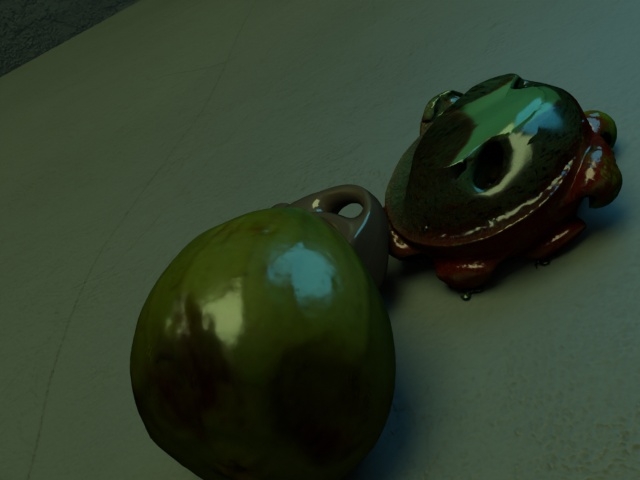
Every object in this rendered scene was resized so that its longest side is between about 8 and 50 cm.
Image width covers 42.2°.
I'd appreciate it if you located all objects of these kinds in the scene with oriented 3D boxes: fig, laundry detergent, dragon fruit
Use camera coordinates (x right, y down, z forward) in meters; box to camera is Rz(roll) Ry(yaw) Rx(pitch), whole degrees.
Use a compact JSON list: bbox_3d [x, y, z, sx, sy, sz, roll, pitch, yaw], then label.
[{"bbox_3d":[-0.043,0.089,0.763,0.239,0.239,0.271,-7,47,30],"label":"fig"},{"bbox_3d":[0.000,0.000,0.968,0.171,0.076,0.237,-46,29,16],"label":"laundry detergent"},{"bbox_3d":[0.194,-0.079,0.920,0.295,0.130,0.268,-36,29,-9],"label":"dragon fruit"}]
